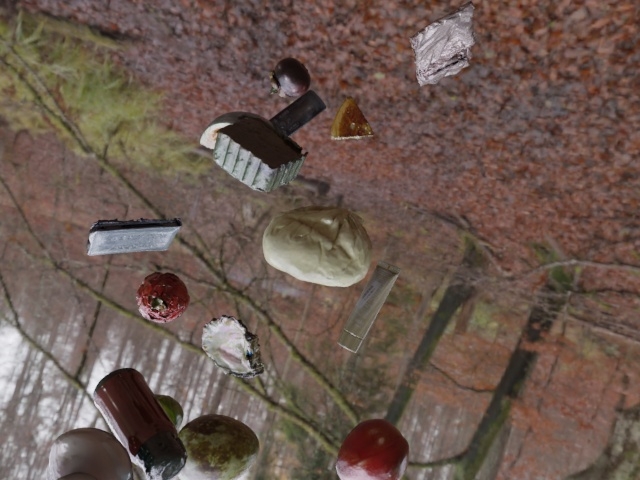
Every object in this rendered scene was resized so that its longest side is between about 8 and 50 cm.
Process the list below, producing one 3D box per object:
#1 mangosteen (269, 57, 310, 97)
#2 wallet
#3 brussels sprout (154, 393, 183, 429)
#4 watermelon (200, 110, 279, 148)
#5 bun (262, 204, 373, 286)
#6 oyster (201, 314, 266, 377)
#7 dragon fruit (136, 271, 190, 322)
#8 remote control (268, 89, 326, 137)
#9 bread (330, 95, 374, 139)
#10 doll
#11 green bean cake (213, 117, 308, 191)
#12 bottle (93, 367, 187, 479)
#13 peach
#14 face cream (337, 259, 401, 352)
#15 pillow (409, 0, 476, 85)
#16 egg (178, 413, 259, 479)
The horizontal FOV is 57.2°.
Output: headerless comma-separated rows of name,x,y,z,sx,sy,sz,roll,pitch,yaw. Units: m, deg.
mangosteen,-0.103,-0.506,1.853,0.140,0.140,0.140,15,178,1
wallet,-0.484,-0.008,1.514,0.222,0.036,0.167,-2,157,-30
brussels sprout,-0.571,0.611,2.043,0.181,0.143,0.161,-3,151,20
watermelon,-0.273,-0.420,2.182,0.322,0.188,0.175,16,150,1
bun,0.000,0.000,1.163,0.230,0.145,0.229,13,-171,-2
oyster,-0.284,0.361,1.969,0.259,0.198,0.092,51,-149,-4
dragon fruit,-0.529,0.190,1.975,0.173,0.172,0.209,17,-167,-33
remote control,-0.141,-0.478,2.395,0.107,0.378,0.044,47,159,4
bread,0.088,-0.375,1.936,0.154,0.136,0.054,53,170,-7
doll,-0.549,0.557,1.337,0.221,0.250,0.221,-19,166,-5
green bean cake,-0.147,-0.202,1.399,0.181,0.094,0.173,34,-147,12
bottle,-0.467,0.487,1.532,0.144,0.143,0.336,17,-164,-48
peach,0.192,0.804,2.168,0.275,0.248,0.245,-29,179,-22
face cream,0.173,0.237,2.119,0.084,0.341,0.137,29,177,-31
pillow,0.257,-0.389,1.207,0.135,0.049,0.248,-24,165,8
egg,-0.345,0.694,1.942,0.290,0.238,0.238,-8,-173,-21
